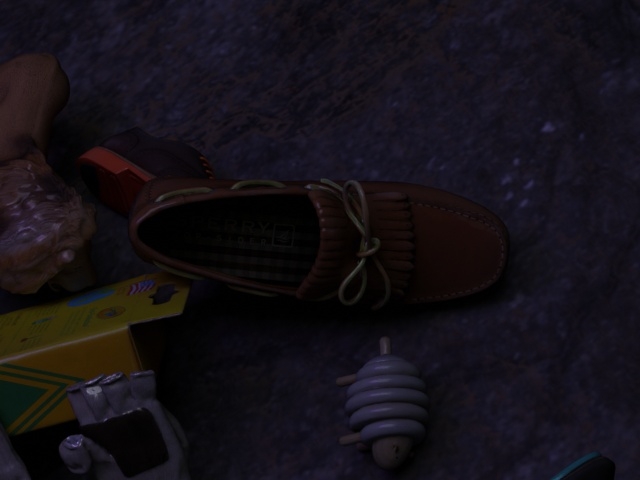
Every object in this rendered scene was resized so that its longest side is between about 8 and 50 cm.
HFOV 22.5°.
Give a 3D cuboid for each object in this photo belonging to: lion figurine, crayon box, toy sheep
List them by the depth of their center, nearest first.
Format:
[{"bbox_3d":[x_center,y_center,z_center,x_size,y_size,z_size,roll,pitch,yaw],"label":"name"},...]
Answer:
[{"bbox_3d":[0.062,0.155,1.544,0.091,0.091,0.132,-8,70,8],"label":"toy sheep"},{"bbox_3d":[-0.271,0.120,1.595,0.318,0.081,0.202,-15,12,4],"label":"crayon box"},{"bbox_3d":[-0.337,-0.098,1.757,0.240,0.142,0.392,-31,50,35],"label":"lion figurine"}]

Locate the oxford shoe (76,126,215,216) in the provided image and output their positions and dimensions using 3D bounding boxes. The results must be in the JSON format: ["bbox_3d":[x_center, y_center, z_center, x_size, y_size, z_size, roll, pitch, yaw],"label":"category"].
[{"bbox_3d":[-0.142,-0.057,1.756,0.271,0.097,0.098,29,57,29],"label":"oxford shoe"}]

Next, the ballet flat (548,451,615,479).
[{"bbox_3d":[0.161,0.300,1.411,0.280,0.095,0.096,-35,62,0],"label":"ballet flat"}]

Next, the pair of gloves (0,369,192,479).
[{"bbox_3d":[-0.236,0.231,1.501,0.240,0.204,0.042,-15,16,3],"label":"pair of gloves"}]

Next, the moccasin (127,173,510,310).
[{"bbox_3d":[0.001,-0.003,1.592,0.380,0.139,0.147,11,10,-5],"label":"moccasin"}]
